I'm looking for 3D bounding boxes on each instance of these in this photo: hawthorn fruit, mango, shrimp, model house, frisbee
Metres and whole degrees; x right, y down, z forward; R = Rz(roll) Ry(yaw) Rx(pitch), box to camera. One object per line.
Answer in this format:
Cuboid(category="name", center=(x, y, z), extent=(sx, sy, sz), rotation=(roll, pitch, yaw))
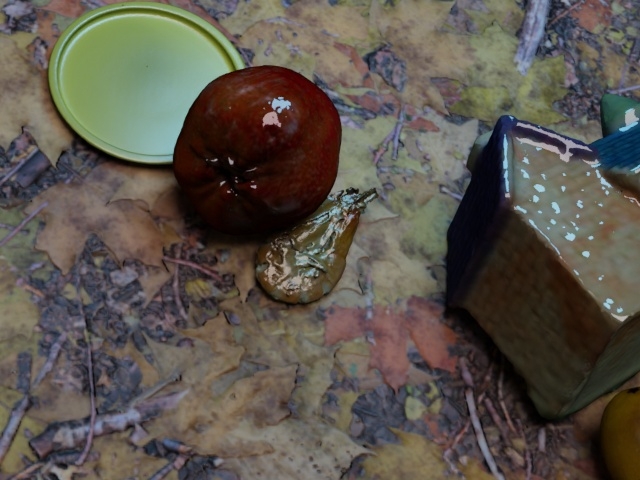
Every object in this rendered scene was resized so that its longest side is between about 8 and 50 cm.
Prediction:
Cuboid(category="hawthorn fruit", center=(-0.063, -0.108, 1.464), extent=(0.185, 0.185, 0.202), rotation=(29, 35, 2))
Cuboid(category="mango", center=(0.387, 0.252, 1.421), extent=(0.136, 0.099, 0.227), rotation=(-35, 83, -35))
Cuboid(category="shrimp", center=(0.000, 0.000, 1.494), extent=(0.091, 0.043, 0.184), rotation=(41, 64, 1))
Cuboid(category="model house", center=(0.297, -0.015, 1.480), extent=(0.312, 0.245, 0.280), rotation=(-26, 62, -29))
Cuboid(category="frisbee", center=(-0.197, -0.182, 1.555), extent=(0.236, 0.017, 0.236), rotation=(7, 59, -12))
